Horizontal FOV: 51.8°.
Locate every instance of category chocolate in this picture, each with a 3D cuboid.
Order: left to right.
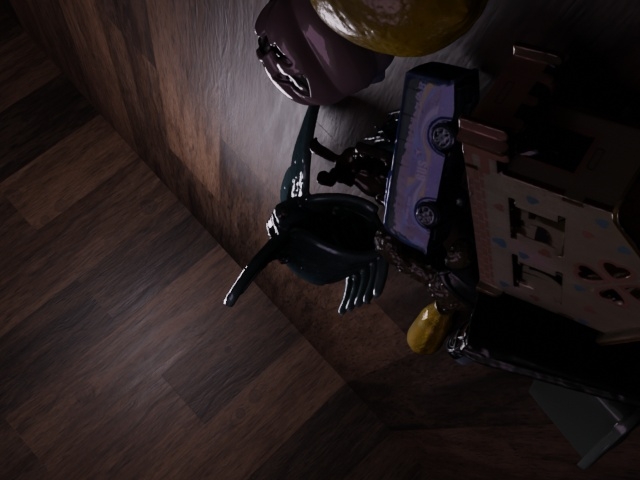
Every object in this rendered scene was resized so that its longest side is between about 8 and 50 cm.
[{"bbox_3d":[0.229,0.170,1.328,0.086,0.086,0.219,44,162,15],"label":"chocolate"}]

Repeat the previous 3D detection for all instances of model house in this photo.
[{"bbox_3d":[0.289,-0.029,0.664,0.244,0.169,0.326,28,158,32],"label":"model house"}]

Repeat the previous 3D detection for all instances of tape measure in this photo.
[{"bbox_3d":[0.277,0.183,1.214,0.054,0.094,0.091,44,163,-6],"label":"tape measure"}]

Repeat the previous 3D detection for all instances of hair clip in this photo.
[{"bbox_3d":[0.000,0.000,1.214,0.239,0.391,0.318,23,162,-6],"label":"hair clip"}]

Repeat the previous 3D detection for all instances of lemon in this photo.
[{"bbox_3d":[0.076,-0.264,0.642,0.207,0.170,0.170,32,156,32],"label":"lemon"}]

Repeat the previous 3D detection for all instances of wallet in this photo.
[{"bbox_3d":[0.302,0.115,0.785,0.245,0.168,0.052,15,127,18],"label":"wallet"}]

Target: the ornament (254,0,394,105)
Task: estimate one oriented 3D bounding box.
[{"bbox_3d":[0.012,-0.248,0.821,0.177,0.177,0.177,43,162,18],"label":"ornament"}]

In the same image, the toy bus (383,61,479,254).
[{"bbox_3d":[0.140,-0.103,0.833,0.094,0.079,0.236,30,130,33],"label":"toy bus"}]

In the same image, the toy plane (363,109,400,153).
[{"bbox_3d":[0.136,-0.137,0.947,0.096,0.060,0.235,47,167,-19],"label":"toy plane"}]

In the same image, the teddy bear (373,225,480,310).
[{"bbox_3d":[0.213,0.043,0.976,0.252,0.182,0.129,7,99,37],"label":"teddy bear"}]

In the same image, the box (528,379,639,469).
[{"bbox_3d":[0.386,0.191,0.890,0.135,0.163,0.243,50,166,28],"label":"box"}]

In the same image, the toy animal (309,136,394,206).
[{"bbox_3d":[0.084,-0.087,0.995,0.233,0.084,0.148,24,180,-3],"label":"toy animal"}]
